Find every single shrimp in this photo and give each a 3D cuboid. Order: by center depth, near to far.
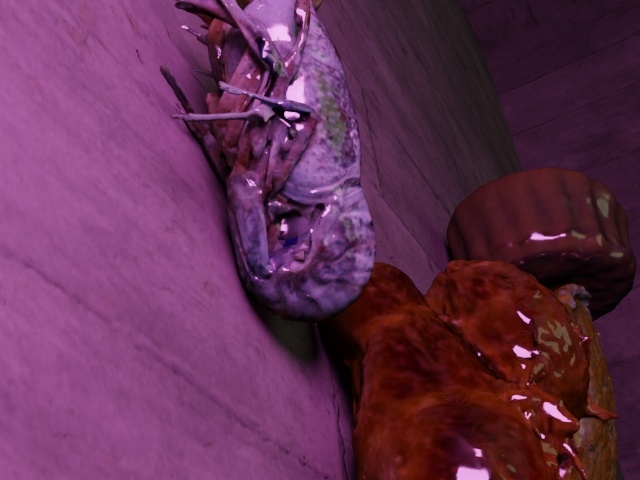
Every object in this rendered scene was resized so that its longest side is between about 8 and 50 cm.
[{"bbox_3d":[-0.047,-0.117,0.705,0.172,0.137,0.372,26,43,-87],"label":"shrimp"}]

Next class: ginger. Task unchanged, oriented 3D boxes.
[{"bbox_3d":[0.139,0.182,0.744,0.176,0.254,0.418,97,-10,-48],"label":"ginger"}]

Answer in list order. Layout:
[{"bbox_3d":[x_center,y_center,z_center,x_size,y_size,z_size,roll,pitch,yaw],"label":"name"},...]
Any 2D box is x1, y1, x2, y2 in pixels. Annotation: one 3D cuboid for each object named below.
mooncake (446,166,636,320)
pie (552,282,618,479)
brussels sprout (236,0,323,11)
[{"bbox_3d":[0.351,0.029,1.440,0.290,0.290,0.161,47,31,-46],"label":"mooncake"},{"bbox_3d":[0.306,0.266,1.224,0.395,0.181,0.417,-12,92,-66],"label":"pie"},{"bbox_3d":[-0.062,-0.274,0.900,0.155,0.117,0.155,33,32,-24],"label":"brussels sprout"}]
